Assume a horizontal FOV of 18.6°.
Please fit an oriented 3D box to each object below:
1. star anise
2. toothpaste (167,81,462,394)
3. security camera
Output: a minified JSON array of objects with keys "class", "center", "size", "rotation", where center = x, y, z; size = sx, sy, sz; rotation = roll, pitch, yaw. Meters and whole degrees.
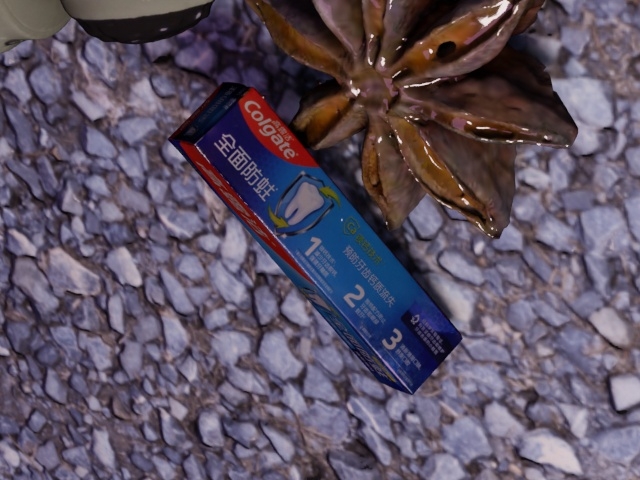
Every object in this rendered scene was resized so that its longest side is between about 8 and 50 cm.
[{"class":"star anise","center":[0.076,-0.149,1.621],"size":[0.332,0.117,0.331],"rotation":[23,136,24]},{"class":"toothpaste","center":[0.000,0.001,1.722],"size":[0.320,0.076,0.066],"rotation":[50,165,-23]},{"class":"security camera","center":[-0.210,-0.261,1.711],"size":[0.277,0.197,0.191],"rotation":[0,104,25]}]
